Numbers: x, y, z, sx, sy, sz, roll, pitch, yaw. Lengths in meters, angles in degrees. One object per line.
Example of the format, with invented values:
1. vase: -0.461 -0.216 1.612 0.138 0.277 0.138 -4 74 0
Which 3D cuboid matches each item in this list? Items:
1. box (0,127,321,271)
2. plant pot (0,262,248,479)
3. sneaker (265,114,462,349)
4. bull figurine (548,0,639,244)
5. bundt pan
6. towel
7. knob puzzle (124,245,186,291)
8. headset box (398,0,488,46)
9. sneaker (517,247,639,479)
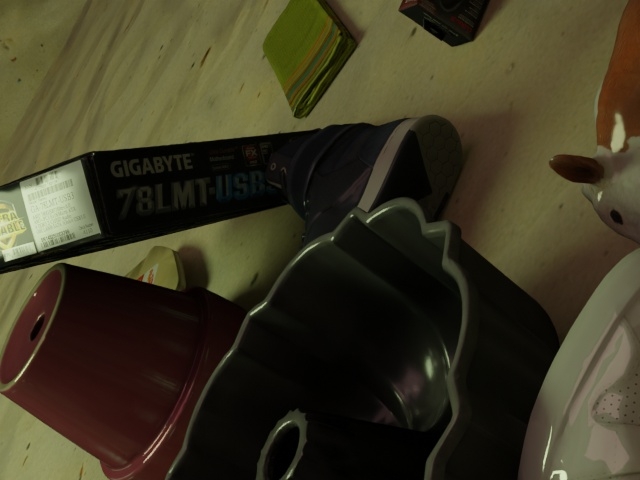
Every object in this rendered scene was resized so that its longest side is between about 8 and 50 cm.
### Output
1. box: -0.188 -0.027 1.012 0.293 0.296 0.073 -11 92 37
2. plant pot: -0.189 0.115 1.050 0.201 0.180 0.201 -45 29 33
3. sneaker: 0.002 0.000 0.899 0.163 0.086 0.226 8 62 53
4. bull figurine: 0.236 -0.138 0.600 0.188 0.101 0.310 -9 57 56
5. bundt pan: 0.025 0.147 0.665 0.331 0.124 0.330 -47 26 31
6. towel: -0.021 -0.219 1.266 0.102 0.021 0.237 -53 26 16
7. knob puzzle: -0.196 0.090 1.266 0.213 0.030 0.213 -44 29 33
8. headset box: 0.108 -0.209 0.960 0.032 0.062 0.083 -3 61 62
9. sneaker: 0.154 0.152 0.464 0.169 0.108 0.292 16 88 63
